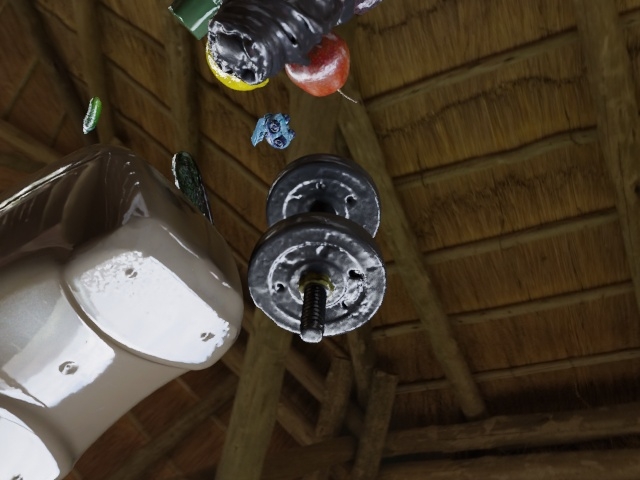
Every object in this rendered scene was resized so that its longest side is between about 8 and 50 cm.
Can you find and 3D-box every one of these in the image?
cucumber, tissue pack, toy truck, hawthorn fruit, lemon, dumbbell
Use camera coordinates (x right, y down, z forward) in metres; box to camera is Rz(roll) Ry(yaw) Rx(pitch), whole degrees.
[{"bbox_3d":[-0.676,-0.365,1.738,0.155,0.037,0.037,-48,-120,42],"label":"cucumber"},{"bbox_3d":[-0.302,0.075,0.686,0.387,0.267,0.277,-39,-136,0],"label":"tissue pack"},{"bbox_3d":[-0.106,-0.227,1.228,0.090,0.056,0.073,0,-59,33],"label":"toy truck"},{"bbox_3d":[-0.283,-0.083,1.314,0.074,0.074,0.242,-11,-90,22],"label":"cucumber"},{"bbox_3d":[0.005,-0.406,1.392,0.162,0.203,0.163,-11,-121,18],"label":"hawthorn fruit"},{"bbox_3d":[-0.133,-0.308,0.986,0.109,0.133,0.109,-22,-137,22],"label":"lemon"},{"bbox_3d":[0.000,0.000,0.659,0.143,0.143,0.325,-26,-154,17],"label":"dumbbell"}]

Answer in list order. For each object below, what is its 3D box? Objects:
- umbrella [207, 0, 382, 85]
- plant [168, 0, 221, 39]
[{"bbox_3d":[0.014,-0.249,0.557,0.090,0.094,0.326,-16,-153,52],"label":"umbrella"},{"bbox_3d":[-0.097,-0.244,0.562,0.102,0.051,0.051,-47,-115,4],"label":"plant"}]
